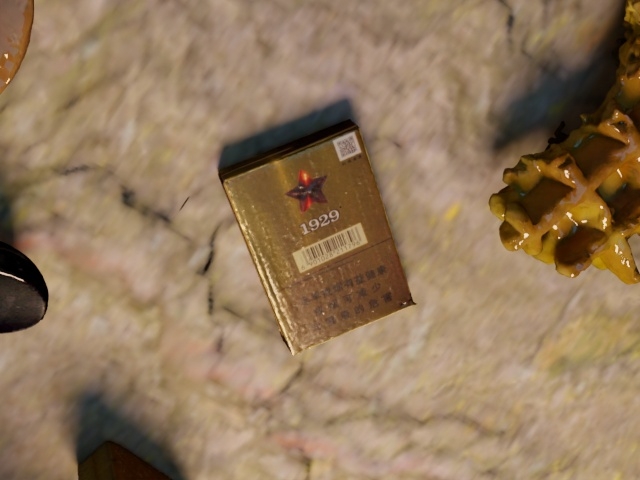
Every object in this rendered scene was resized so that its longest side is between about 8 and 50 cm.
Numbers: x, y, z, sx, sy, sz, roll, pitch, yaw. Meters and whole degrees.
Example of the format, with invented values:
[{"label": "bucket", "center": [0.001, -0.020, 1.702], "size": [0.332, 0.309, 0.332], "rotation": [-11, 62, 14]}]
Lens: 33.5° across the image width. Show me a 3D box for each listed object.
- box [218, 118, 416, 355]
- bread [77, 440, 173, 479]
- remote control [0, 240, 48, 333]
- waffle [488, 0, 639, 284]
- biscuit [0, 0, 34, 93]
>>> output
[{"label": "box", "center": [0.000, 0.000, 0.672], "size": [0.090, 0.023, 0.133], "rotation": [-24, 116, -8]}, {"label": "bread", "center": [-0.108, 0.179, 0.672], "size": [0.035, 0.094, 0.090], "rotation": [-46, 114, 3]}, {"label": "remote control", "center": [-0.276, -0.005, 0.566], "size": [0.266, 0.066, 0.090], "rotation": [14, 148, -25]}, {"label": "waffle", "center": [0.229, -0.118, 0.674], "size": [0.260, 0.069, 0.293], "rotation": [0, 109, -20]}, {"label": "biscuit", "center": [-0.292, -0.194, 0.487], "size": [0.269, 0.051, 0.376], "rotation": [-35, 117, -3]}]
